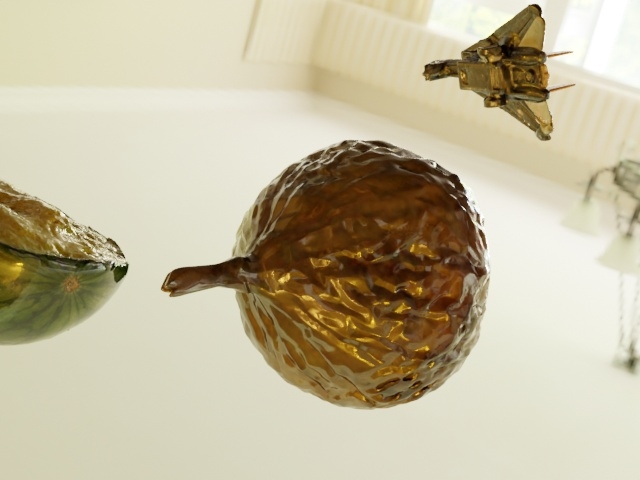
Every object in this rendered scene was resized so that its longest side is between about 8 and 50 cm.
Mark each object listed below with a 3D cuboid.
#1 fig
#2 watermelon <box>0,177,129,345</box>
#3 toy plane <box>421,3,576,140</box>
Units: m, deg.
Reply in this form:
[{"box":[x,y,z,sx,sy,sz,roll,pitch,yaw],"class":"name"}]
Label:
[{"box":[-0.007,0.045,1.155,0.286,0.286,0.368,26,-159,33],"class":"fig"},{"box":[-0.274,0.012,0.928,0.232,0.127,0.204,27,-172,23],"class":"watermelon"},{"box":[0.248,-0.266,1.814,0.103,0.204,0.316,-18,-161,-35],"class":"toy plane"}]
